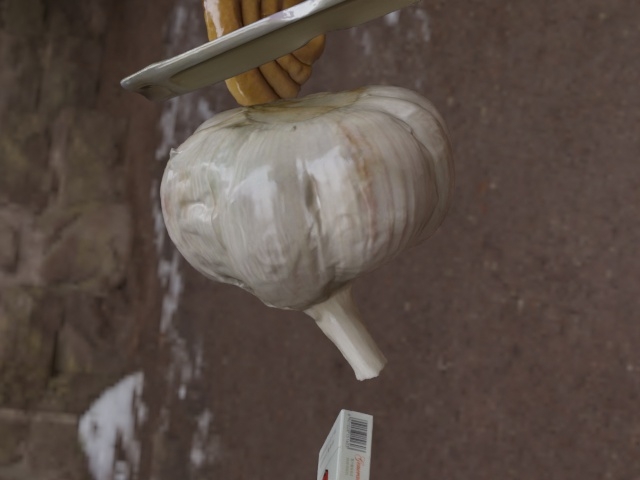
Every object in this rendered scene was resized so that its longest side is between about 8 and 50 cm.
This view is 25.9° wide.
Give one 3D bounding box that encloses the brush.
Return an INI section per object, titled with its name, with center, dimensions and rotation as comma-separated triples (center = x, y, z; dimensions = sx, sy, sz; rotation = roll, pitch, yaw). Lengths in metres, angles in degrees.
[brush]
center = 0.005, -0.174, 0.979
dimensions = 0.060, 0.321, 0.050
rotation = 17, -126, -69

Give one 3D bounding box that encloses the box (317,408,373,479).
[box]
center = 0.026, 0.289, 1.633
dimensions = 0.100, 0.048, 0.152
rotation = 110, 167, -47

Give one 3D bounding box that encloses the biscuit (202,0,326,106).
[biscuit]
center = -0.044, -0.219, 1.246
dimensions = 0.033, 0.144, 0.224
rotation = -15, 36, 36

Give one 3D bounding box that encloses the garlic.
[garlic]
center = 0.000, 0.000, 1.020
dimensions = 0.218, 0.218, 0.212
rotation = -155, 51, -70
